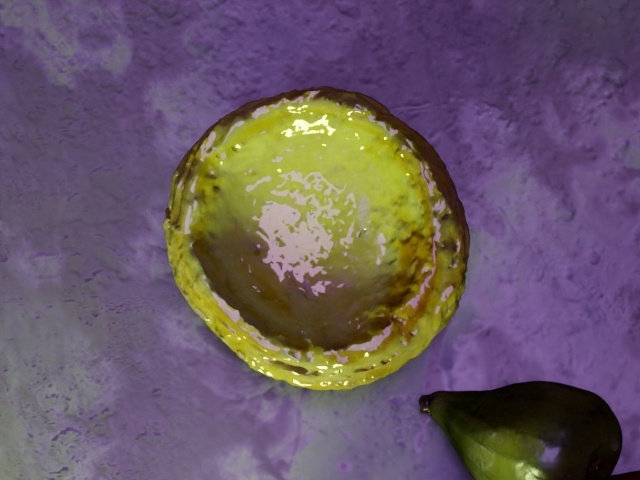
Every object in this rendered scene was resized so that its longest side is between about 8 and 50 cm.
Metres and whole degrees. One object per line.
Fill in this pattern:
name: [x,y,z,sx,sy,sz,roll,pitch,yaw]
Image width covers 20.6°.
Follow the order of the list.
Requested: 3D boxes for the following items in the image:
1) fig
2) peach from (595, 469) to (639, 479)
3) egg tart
fig: [0.188,0.191,1.649,0.126,0.185,0.133,50,64,-29]
peach: [0.291,0.349,1.489,0.405,0.335,0.310,-20,40,-19]
egg tart: [0.000,0.000,1.663,0.294,0.123,0.294,0,81,3]
